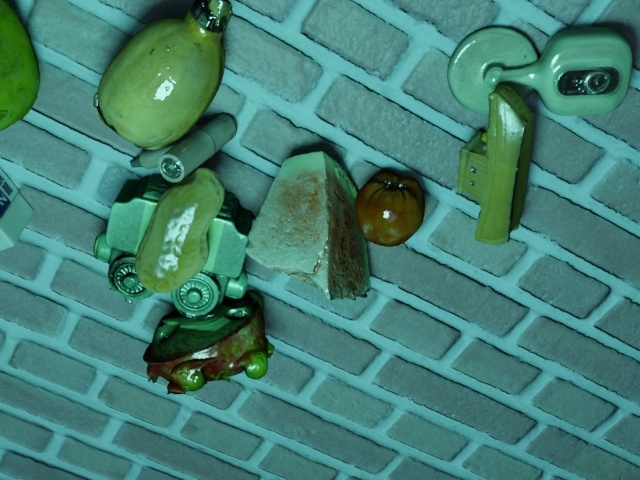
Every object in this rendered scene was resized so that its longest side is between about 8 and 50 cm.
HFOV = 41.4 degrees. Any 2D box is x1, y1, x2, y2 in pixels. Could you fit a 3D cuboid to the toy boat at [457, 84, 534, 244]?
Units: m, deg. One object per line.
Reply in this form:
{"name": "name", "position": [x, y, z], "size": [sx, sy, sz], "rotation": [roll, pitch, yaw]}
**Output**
{"name": "toy boat", "position": [0.305, -0.131, 1.500], "size": [0.121, 0.089, 0.321], "rotation": [24, 140, 29]}

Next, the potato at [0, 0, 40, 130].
{"name": "potato", "position": [-0.565, -0.298, 1.416], "size": [0.186, 0.148, 0.253], "rotation": [25, 132, 5]}

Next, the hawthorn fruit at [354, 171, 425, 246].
{"name": "hawthorn fruit", "position": [0.126, -0.051, 1.559], "size": [0.132, 0.133, 0.138], "rotation": [4, 133, 0]}

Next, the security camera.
{"name": "security camera", "position": [0.366, -0.279, 1.427], "size": [0.301, 0.080, 0.157], "rotation": [-1, 125, 7]}

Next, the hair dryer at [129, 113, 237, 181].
{"name": "hair dryer", "position": [-0.281, -0.148, 1.497], "size": [0.220, 0.195, 0.054], "rotation": [-11, 112, 28]}

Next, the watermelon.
{"name": "watermelon", "position": [0.000, 0.000, 1.558], "size": [0.193, 0.232, 0.310], "rotation": [23, 143, 25]}

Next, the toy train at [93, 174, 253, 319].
{"name": "toy train", "position": [-0.272, 0.007, 1.608], "size": [0.299, 0.167, 0.238], "rotation": [15, 113, -8]}

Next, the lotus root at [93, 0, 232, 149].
{"name": "lotus root", "position": [-0.241, -0.283, 1.387], "size": [0.182, 0.183, 0.310], "rotation": [35, 114, -19]}

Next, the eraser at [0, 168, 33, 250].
{"name": "eraser", "position": [-0.632, -0.093, 1.568], "size": [0.068, 0.124, 0.210], "rotation": [-22, 121, 16]}

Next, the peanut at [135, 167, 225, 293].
{"name": "peanut", "position": [-0.238, -0.017, 1.467], "size": [0.120, 0.110, 0.236], "rotation": [31, 99, 10]}

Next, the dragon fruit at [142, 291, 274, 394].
{"name": "dragon fruit", "position": [-0.221, 0.201, 1.675], "size": [0.295, 0.268, 0.130], "rotation": [0, 110, 36]}
